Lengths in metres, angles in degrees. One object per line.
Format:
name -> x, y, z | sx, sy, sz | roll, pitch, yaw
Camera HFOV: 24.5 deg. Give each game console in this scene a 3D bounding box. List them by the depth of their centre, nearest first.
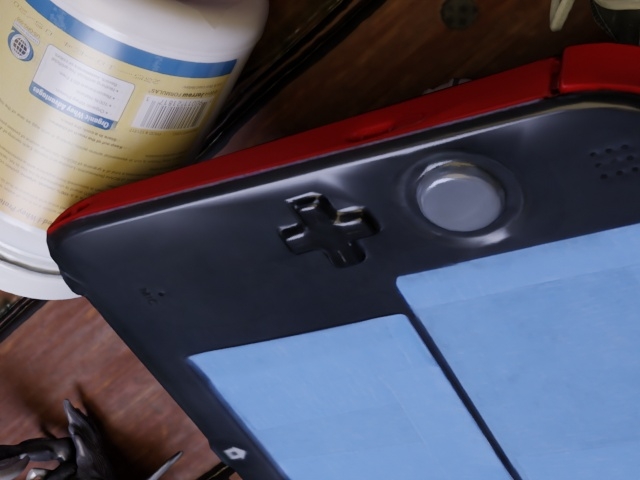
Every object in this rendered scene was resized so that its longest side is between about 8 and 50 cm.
game console -> 0.089, 0.080, 0.786 | 0.342, 0.060, 0.386 | -16, 131, 21

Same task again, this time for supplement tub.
supplement tub -> -0.129, -0.080, 0.796 | 0.144, 0.144, 0.200 | 31, 121, 0

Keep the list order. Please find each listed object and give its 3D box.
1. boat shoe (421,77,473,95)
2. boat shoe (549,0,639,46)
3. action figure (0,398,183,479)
boat shoe -> 0.000, 0.000, 0.826 | 0.084, 0.095, 0.258 | 33, 121, -6
boat shoe -> 0.165, -0.131, 0.698 | 0.105, 0.113, 0.306 | 1, 132, 23
action figure -> -0.218, 0.210, 0.981 | 0.275, 0.141, 0.164 | -18, 98, 27
